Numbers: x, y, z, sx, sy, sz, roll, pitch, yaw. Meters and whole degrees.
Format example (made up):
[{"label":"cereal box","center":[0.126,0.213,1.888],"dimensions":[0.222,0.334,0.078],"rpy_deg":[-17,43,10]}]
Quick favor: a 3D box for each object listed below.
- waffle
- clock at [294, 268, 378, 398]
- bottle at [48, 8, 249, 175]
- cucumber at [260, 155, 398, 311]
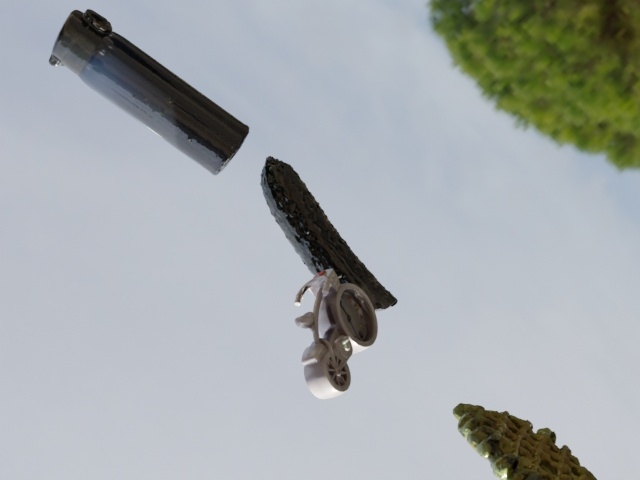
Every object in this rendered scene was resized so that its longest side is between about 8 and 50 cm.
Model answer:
[{"label":"waffle","center":[0.284,0.303,1.623],"dimensions":[0.204,0.054,0.223],"rpy_deg":[22,-163,-34]},{"label":"clock","center":[0.010,0.085,1.103],"dimensions":[0.087,0.041,0.129],"rpy_deg":[52,-144,-22]},{"label":"bottle","center":[-0.198,-0.174,1.386],"dimensions":[0.244,0.082,0.072],"rpy_deg":[34,-157,-13]},{"label":"cucumber","center":[-0.002,0.002,1.473],"dimensions":[0.245,0.067,0.067],"rpy_deg":[50,-157,-11]}]
